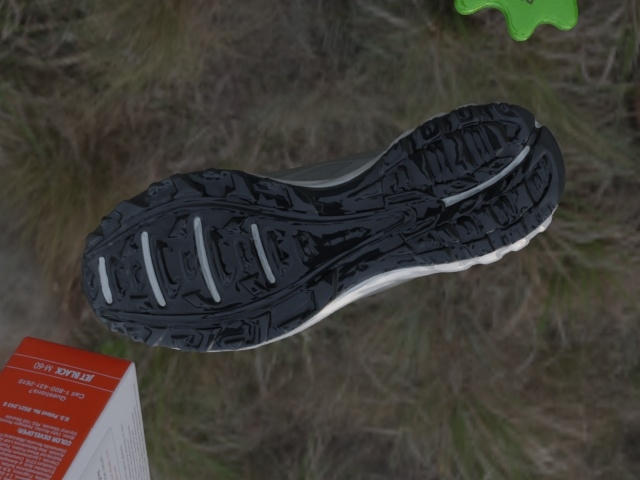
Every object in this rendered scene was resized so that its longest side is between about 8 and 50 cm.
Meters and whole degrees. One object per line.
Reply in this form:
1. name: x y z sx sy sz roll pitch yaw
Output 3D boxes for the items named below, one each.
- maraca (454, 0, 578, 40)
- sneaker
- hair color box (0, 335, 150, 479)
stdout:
1. maraca: 0.151 -0.225 0.895 0.127 0.186 0.099 25 168 2
2. sneaker: 0.000 0.000 0.740 0.271 0.100 0.108 -14 175 -2
3. hair color box: -0.122 0.128 0.497 0.053 0.167 0.093 11 131 13
